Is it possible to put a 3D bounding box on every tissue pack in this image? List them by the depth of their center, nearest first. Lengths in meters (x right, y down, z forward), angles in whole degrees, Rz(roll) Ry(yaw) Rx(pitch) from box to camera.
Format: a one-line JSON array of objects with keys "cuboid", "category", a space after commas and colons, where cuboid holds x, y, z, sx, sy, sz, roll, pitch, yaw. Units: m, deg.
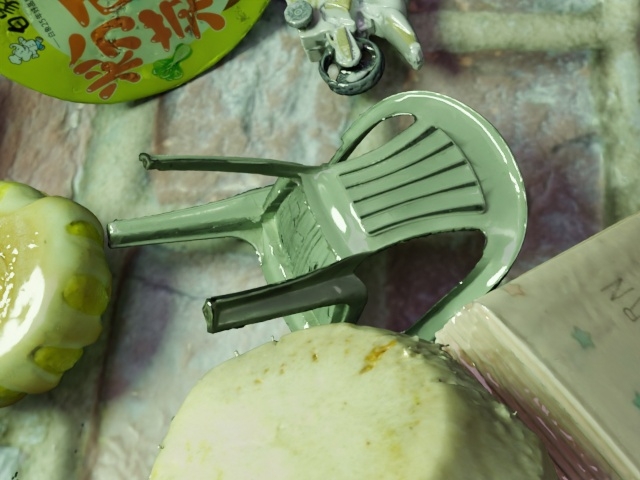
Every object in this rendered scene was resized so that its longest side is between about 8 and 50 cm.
[{"cuboid": [0.233, 0.067, 0.507, 0.326, 0.071, 0.170, -20, 64, -43], "category": "tissue pack"}]

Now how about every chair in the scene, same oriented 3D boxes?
[{"cuboid": [0.000, 0.000, 0.596, 0.275, 0.190, 0.203, -14, 64, -31], "category": "chair"}]

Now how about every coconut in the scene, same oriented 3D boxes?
[{"cuboid": [0.021, 0.167, 0.388, 0.241, 0.241, 0.241, -2, 68, 5], "category": "coconut"}]

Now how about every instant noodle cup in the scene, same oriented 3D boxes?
[{"cuboid": [-0.208, -0.315, 0.700, 0.312, 0.311, 0.221, -29, 59, -6], "category": "instant noodle cup"}]

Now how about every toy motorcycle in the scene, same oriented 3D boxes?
[{"cuboid": [0.034, -0.245, 0.749, 0.151, 0.074, 0.228, -26, 58, 1], "category": "toy motorcycle"}]

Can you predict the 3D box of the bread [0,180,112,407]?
[{"cuboid": [-0.275, 0.048, 0.638, 0.214, 0.104, 0.213, -6, 66, 13], "category": "bread"}]
